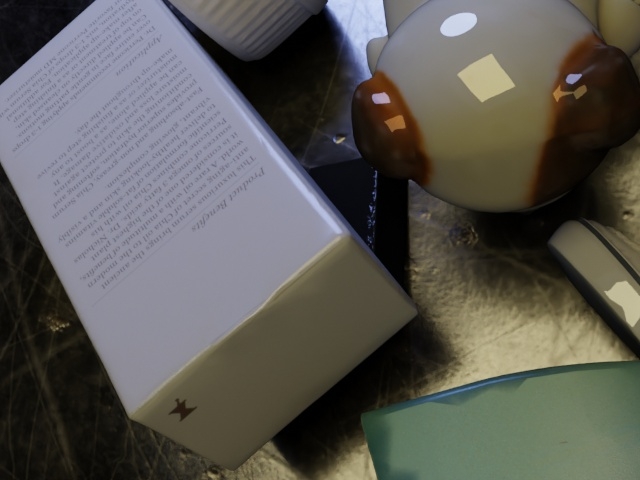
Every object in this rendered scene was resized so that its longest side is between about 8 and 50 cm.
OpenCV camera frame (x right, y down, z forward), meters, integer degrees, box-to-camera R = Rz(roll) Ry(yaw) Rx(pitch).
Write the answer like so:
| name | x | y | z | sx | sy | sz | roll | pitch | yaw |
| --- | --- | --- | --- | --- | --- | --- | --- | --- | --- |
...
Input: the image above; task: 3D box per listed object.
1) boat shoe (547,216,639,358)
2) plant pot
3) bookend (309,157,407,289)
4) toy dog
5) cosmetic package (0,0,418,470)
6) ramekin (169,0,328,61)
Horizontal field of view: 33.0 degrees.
| name | x | y | z | sx | sy | sz | roll | pitch | yaw |
| --- | --- | --- | --- | --- | --- | --- | --- | --- | --- |
| boat shoe | 0.365 | 0.079 | 0.897 | 0.156 | 0.136 | 0.367 | -45 | 68 | 1 |
| plant pot | 0.186 | 0.195 | 0.896 | 0.234 | 0.165 | 0.166 | -22 | 67 | 14 |
| bookend | 0.000 | 0.000 | 1.081 | 0.157 | 0.072 | 0.156 | -11 | 60 | 25 |
| toy dog | 0.163 | -0.212 | 0.930 | 0.284 | 0.395 | 0.408 | -1 | 64 | 9 |
| cosmetic package | -0.135 | -0.037 | 1.030 | 0.230 | 0.161 | 0.453 | -40 | 51 | 4 |
| ramekin | -0.103 | -0.284 | 1.140 | 0.109 | 0.207 | 0.207 | -46 | 65 | 10 |
